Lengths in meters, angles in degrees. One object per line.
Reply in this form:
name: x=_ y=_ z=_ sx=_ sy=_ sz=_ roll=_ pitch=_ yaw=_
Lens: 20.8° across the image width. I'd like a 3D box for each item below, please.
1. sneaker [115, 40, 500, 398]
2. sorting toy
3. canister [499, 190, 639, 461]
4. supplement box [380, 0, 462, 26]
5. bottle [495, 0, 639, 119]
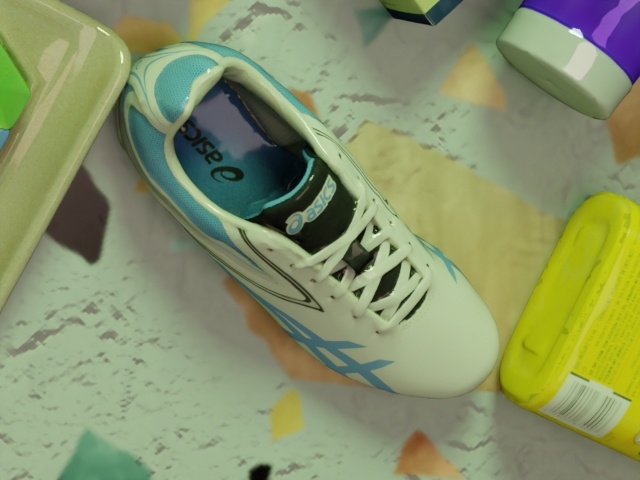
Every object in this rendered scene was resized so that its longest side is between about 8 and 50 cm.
sneaker: x=0.000 y=0.000 z=0.815 sx=0.237 sy=0.086 sz=0.085 roll=42 pitch=84 yaw=-22
sorting toy: x=-0.212 y=-0.046 z=0.747 sx=0.208 sy=0.038 sz=0.193 roll=27 pitch=99 yaw=-21
canister: x=0.191 y=0.062 z=0.897 sx=0.170 sy=0.073 sz=0.126 roll=26 pitch=91 yaw=-20
supplement box: x=0.048 y=-0.159 z=0.815 sx=0.083 sy=0.056 sz=0.083 roll=-43 pitch=111 yaw=-6
bottle: x=0.191 y=-0.190 z=0.837 sx=0.118 sy=0.092 sz=0.283 roll=36 pitch=88 yaw=-15
